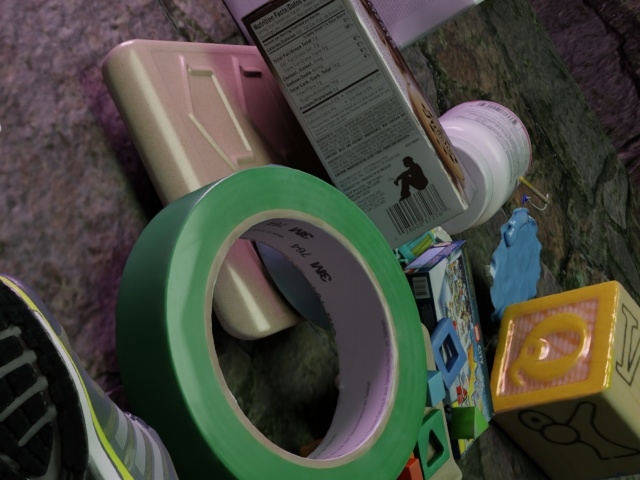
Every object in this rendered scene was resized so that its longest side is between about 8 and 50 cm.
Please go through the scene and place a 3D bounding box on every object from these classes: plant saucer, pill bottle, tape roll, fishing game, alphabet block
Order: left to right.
[{"bbox_3d":[-0.037,0.095,1.279,0.321,0.077,0.321,19,62,-39],"label":"tape roll"},{"bbox_3d":[0.000,0.000,1.458,0.195,0.037,0.195,40,34,-35],"label":"plant saucer"},{"bbox_3d":[0.204,-0.104,2.025,0.160,0.160,0.283,60,23,-3],"label":"pill bottle"},{"bbox_3d":[0.277,0.043,2.049,0.189,0.041,0.264,19,81,-61],"label":"fishing game"},{"bbox_3d":[0.368,0.201,1.947,0.197,0.192,0.193,47,42,-34],"label":"alphabet block"}]

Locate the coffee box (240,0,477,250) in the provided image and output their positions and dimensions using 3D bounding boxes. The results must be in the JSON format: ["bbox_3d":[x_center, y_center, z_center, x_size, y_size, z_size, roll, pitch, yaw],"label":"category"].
[{"bbox_3d":[0.048,-0.146,1.552,0.297,0.119,0.168,60,13,-2],"label":"coffee box"}]

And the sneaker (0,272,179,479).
[{"bbox_3d":[-0.181,0.153,1.038,0.300,0.111,0.121,63,12,-11],"label":"sneaker"}]

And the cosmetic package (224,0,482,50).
[{"bbox_3d":[-0.008,-0.392,1.750,0.377,0.284,0.097,60,21,-6],"label":"cosmetic package"}]

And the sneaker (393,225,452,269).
[{"bbox_3d":[0.100,0.015,1.762,0.275,0.107,0.110,31,47,-51],"label":"sneaker"}]

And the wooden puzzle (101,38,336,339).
[{"bbox_3d":[-0.079,-0.059,1.506,0.348,0.080,0.322,-17,79,-62],"label":"wooden puzzle"}]

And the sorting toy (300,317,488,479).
[{"bbox_3d":[0.096,0.204,1.500,0.348,0.047,0.196,-32,111,-52],"label":"sorting toy"}]

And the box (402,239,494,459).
[{"bbox_3d":[0.155,0.131,1.708,0.159,0.044,0.233,-32,114,-65],"label":"box"}]
